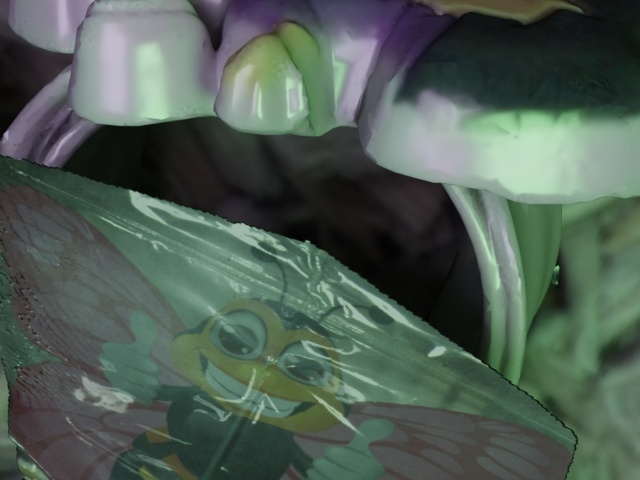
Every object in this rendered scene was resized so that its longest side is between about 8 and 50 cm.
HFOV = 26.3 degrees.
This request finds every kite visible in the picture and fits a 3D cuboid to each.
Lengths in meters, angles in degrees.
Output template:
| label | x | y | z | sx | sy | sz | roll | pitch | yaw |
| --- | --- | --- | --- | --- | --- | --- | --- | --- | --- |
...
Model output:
| label | x | y | z | sx | sy | sz | roll | pitch | yaw |
| --- | --- | --- | --- | --- | --- | --- | --- | --- | --- |
| kite | -0.060 | 0.114 | 0.519 | 0.204 | 0.022 | 0.360 | 28 | 133 | -2 |

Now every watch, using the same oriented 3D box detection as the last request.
| label | x | y | z | sx | sy | sz | roll | pitch | yaw |
| --- | --- | --- | --- | --- | --- | --- | --- | --- | --- |
| watch | 0.000 | 0.000 | 0.490 | 0.244 | 0.196 | 0.231 | 12 | 114 | 15 |
